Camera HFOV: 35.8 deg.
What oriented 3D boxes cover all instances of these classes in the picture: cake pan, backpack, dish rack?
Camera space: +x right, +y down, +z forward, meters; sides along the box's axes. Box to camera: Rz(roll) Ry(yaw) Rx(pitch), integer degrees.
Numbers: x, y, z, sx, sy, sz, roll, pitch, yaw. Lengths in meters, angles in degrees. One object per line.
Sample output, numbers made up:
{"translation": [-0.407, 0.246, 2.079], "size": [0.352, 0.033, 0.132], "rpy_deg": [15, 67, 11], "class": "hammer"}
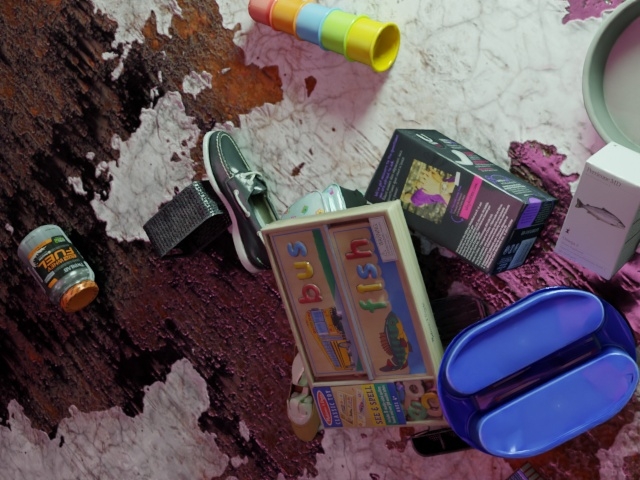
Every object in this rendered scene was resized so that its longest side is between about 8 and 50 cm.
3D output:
{"translation": [0.563, -0.256, 1.559], "size": [0.293, 0.054, 0.293], "rpy_deg": [3, 96, 31], "class": "cake pan"}
{"translation": [0.000, 0.000, 1.875], "size": [0.188, 0.144, 0.165], "rpy_deg": [-39, 58, 39], "class": "backpack"}
{"translation": [0.238, 0.240, 1.795], "size": [0.208, 0.074, 0.271], "rpy_deg": [-19, 84, 31], "class": "dish rack"}

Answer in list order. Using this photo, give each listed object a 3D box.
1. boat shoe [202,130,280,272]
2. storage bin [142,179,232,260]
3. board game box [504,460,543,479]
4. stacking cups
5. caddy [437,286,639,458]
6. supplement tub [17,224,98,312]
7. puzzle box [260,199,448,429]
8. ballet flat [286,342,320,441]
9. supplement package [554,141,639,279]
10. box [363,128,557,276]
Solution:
{"translation": [-0.142, -0.088, 1.986], "size": [0.091, 0.114, 0.302], "rpy_deg": [-19, 96, 32], "class": "boat shoe"}
{"translation": [-0.264, -0.043, 2.051], "size": [0.180, 0.122, 0.084], "rpy_deg": [-37, 76, 29], "class": "storage bin"}
{"translation": [0.345, 0.512, 1.768], "size": [0.146, 0.045, 0.193], "rpy_deg": [51, 117, 18], "class": "board game box"}
{"translation": [-0.002, -0.403, 1.883], "size": [0.316, 0.096, 0.096], "rpy_deg": [23, 106, 32], "class": "stacking cups"}
{"translation": [0.358, 0.218, 1.632], "size": [0.341, 0.179, 0.241], "rpy_deg": [-28, 82, 4], "class": "caddy"}
{"translation": [-0.599, 0.066, 2.272], "size": [0.190, 0.117, 0.117], "rpy_deg": [48, 116, 19], "class": "supplement tub"}
{"translation": [0.068, 0.142, 1.759], "size": [0.272, 0.052, 0.408], "rpy_deg": [-9, 105, 33], "class": "puzzle box"}
{"translation": [-0.038, 0.294, 1.970], "size": [0.080, 0.073, 0.232], "rpy_deg": [11, 100, 31], "class": "ballet flat"}
{"translation": [0.463, -0.048, 1.579], "size": [0.105, 0.105, 0.179], "rpy_deg": [30, 130, 27], "class": "supplement package"}
{"translation": [0.240, -0.072, 1.710], "size": [0.270, 0.165, 0.143], "rpy_deg": [34, 111, 25], "class": "box"}
